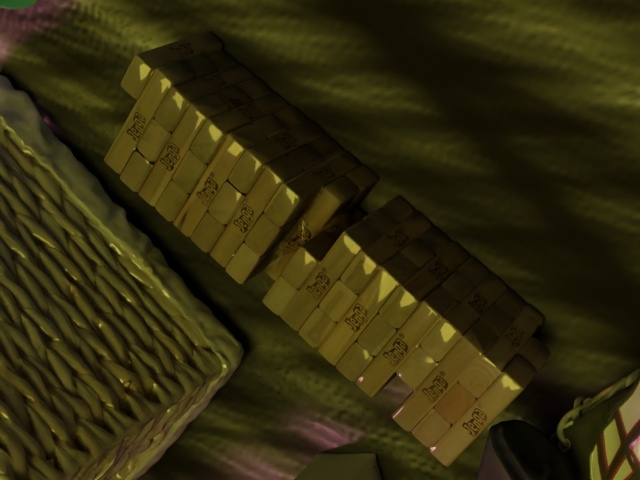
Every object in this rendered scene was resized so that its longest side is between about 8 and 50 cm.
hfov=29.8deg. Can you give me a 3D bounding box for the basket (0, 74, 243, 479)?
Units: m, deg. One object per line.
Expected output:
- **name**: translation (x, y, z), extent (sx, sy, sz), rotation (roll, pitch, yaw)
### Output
- **basket**: translation (-0.309, 0.105, 0.949), extent (0.331, 0.266, 0.328), rotation (48, 125, 7)

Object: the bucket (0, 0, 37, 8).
- **bucket**: translation (-0.241, -0.255, 0.770), extent (0.281, 0.281, 0.183), rotation (-19, 95, 34)

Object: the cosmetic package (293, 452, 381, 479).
- **cosmetic package**: translation (0.029, 0.293, 0.932), extent (0.060, 0.099, 0.239), rotation (-7, 106, 29)

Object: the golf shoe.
- **golf shoe**: translation (0.204, 0.124, 0.764), extent (0.120, 0.105, 0.272), rotation (24, 119, 28)

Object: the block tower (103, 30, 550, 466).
- **block tower**: translation (0.000, 0.000, 0.835), extent (0.335, 0.091, 0.097), rotation (42, 123, 9)

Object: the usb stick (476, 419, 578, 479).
- **usb stick**: translation (0.123, 0.235, 0.843), extent (0.077, 0.045, 0.278), rotation (51, 147, 39)
